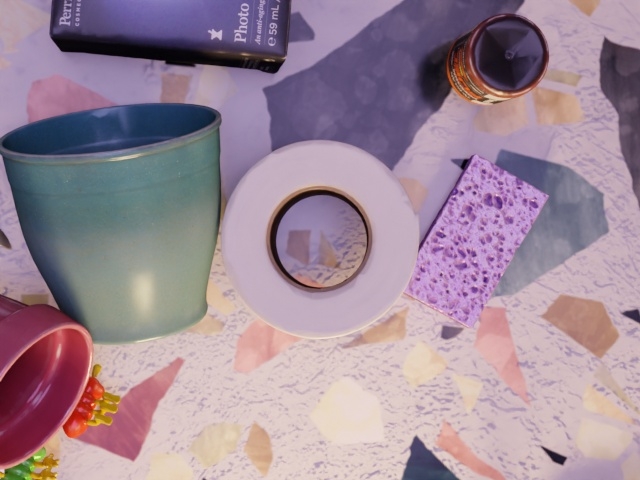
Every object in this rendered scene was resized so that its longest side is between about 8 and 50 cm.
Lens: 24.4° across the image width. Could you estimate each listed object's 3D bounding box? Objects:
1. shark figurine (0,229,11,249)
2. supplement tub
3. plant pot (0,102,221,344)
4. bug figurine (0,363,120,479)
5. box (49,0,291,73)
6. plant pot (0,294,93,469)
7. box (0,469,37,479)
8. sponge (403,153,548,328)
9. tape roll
[{"bbox_3d":[-0.497,0.043,1.863,0.116,0.278,0.166,-28,130,32],"label":"shark figurine"},{"bbox_3d":[0.220,-0.226,1.889,0.106,0.198,0.106,0,91,-5],"label":"supplement tub"},{"bbox_3d":[-0.244,-0.016,1.829,0.271,0.271,0.255,-7,106,-5],"label":"plant pot"},{"bbox_3d":[-0.407,0.210,1.869,0.279,0.072,0.216,24,54,-3],"label":"bug figurine"},{"bbox_3d":[-0.178,-0.375,1.855,0.294,0.183,0.296,4,91,-4],"label":"box"},{"bbox_3d":[-0.402,0.143,1.763,0.180,0.201,0.201,30,89,21],"label":"plant pot"},{"bbox_3d":[-0.345,0.397,1.920,0.063,0.067,0.324,-38,96,-4],"label":"box"},{"bbox_3d":[0.202,0.002,1.978,0.117,0.031,0.210,30,89,-5],"label":"sponge"},{"bbox_3d":[0.000,0.000,1.877,0.246,0.169,0.246,0,89,0],"label":"tape roll"}]
